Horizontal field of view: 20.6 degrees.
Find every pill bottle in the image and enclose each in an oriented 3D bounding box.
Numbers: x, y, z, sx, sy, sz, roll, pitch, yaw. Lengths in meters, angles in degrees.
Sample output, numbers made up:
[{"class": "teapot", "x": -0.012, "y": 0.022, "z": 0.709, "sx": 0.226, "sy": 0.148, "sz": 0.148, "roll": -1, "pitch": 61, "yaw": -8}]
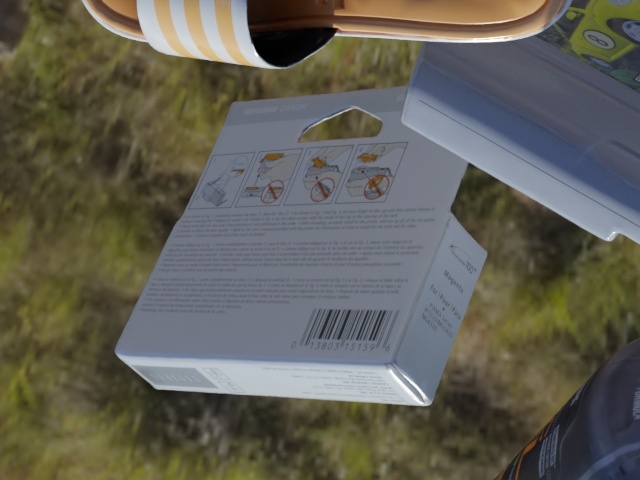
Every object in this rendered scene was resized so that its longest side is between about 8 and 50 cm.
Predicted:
[{"class": "pill bottle", "x": 0.165, "y": 0.128, "z": 0.869, "sx": 0.130, "sy": 0.130, "sz": 0.246, "roll": 20, "pitch": 143, "yaw": -9}]

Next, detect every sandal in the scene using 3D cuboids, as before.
[{"class": "sandal", "x": -0.011, "y": -0.134, "z": 0.863, "sx": 0.265, "sy": 0.076, "sz": 0.102, "roll": 4, "pitch": 116, "yaw": 20}]

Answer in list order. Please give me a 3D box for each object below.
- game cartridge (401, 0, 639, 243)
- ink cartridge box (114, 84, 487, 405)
[{"class": "game cartridge", "x": 0.181, "y": -0.118, "z": 1.078, "sx": 0.196, "sy": 0.294, "sz": 0.060, "roll": 28, "pitch": 132, "yaw": 18}, {"class": "ink cartridge box", "x": 0.000, "y": 0.000, "z": 1.306, "sx": 0.275, "sy": 0.239, "sz": 0.060, "roll": -1, "pitch": 145, "yaw": 41}]
